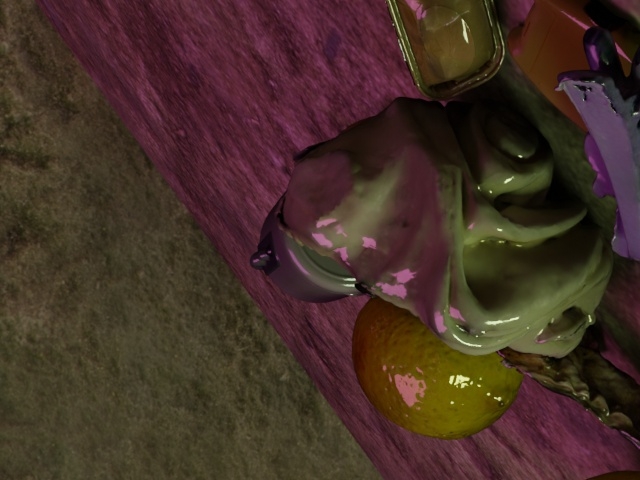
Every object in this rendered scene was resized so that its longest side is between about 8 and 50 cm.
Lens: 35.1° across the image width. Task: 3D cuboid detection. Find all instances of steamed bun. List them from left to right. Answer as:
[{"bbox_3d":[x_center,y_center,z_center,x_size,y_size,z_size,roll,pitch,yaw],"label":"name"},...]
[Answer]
[{"bbox_3d":[0.163,-0.036,1.121,0.394,0.237,0.346,24,-168,-15],"label":"steamed bun"}]

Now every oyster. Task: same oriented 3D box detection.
[{"bbox_3d":[0.346,0.190,1.237,0.345,0.078,0.128,30,-164,0],"label":"oyster"}]

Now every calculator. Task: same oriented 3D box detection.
[{"bbox_3d":[0.269,-0.146,0.949,0.236,0.033,0.157,44,162,14],"label":"calculator"}]

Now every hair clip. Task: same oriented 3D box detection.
[{"bbox_3d":[0.284,-0.079,0.893,0.137,0.090,0.278,15,154,37],"label":"hair clip"}]

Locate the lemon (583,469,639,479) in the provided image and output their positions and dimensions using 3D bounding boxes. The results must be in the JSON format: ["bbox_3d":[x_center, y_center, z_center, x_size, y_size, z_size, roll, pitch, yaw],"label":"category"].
[{"bbox_3d":[0.433,0.454,1.351,0.297,0.297,0.297,46,163,18],"label":"lemon"}]

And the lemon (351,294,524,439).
[{"bbox_3d":[0.174,0.171,1.519,0.267,0.267,0.267,46,163,18],"label":"lemon"}]

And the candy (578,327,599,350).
[{"bbox_3d":[0.313,0.133,1.345,0.095,0.085,0.110,52,179,-44],"label":"candy"}]

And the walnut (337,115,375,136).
[{"bbox_3d":[0.084,-0.093,1.385,0.166,0.149,0.166,30,125,55],"label":"walnut"}]

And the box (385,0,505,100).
[{"bbox_3d":[0.125,-0.233,1.042,0.111,0.111,0.177,34,156,48],"label":"box"}]

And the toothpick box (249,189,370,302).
[{"bbox_3d":[0.000,0.000,1.655,0.229,0.229,0.316,52,165,-1],"label":"toothpick box"}]
